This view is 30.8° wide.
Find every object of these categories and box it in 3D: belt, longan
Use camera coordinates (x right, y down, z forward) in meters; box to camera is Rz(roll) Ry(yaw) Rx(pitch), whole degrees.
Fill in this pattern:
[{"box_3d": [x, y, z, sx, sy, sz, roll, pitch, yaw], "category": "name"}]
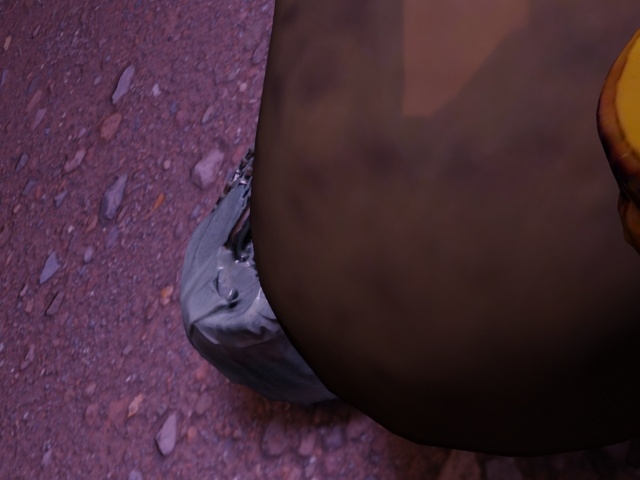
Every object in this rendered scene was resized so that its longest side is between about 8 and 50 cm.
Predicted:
[{"box_3d": [0.000, 0.000, 0.894, 0.257, 0.150, 0.207, -57, 27, -3], "category": "belt"}, {"box_3d": [0.127, -0.080, 0.644, 0.404, 0.336, 0.404, -23, 58, 43], "category": "longan"}]

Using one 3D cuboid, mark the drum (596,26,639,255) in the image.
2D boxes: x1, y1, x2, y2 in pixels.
[{"box_3d": [0.299, -0.024, 0.297, 0.431, 0.214, 0.431, -27, 17, 9], "category": "drum"}]
